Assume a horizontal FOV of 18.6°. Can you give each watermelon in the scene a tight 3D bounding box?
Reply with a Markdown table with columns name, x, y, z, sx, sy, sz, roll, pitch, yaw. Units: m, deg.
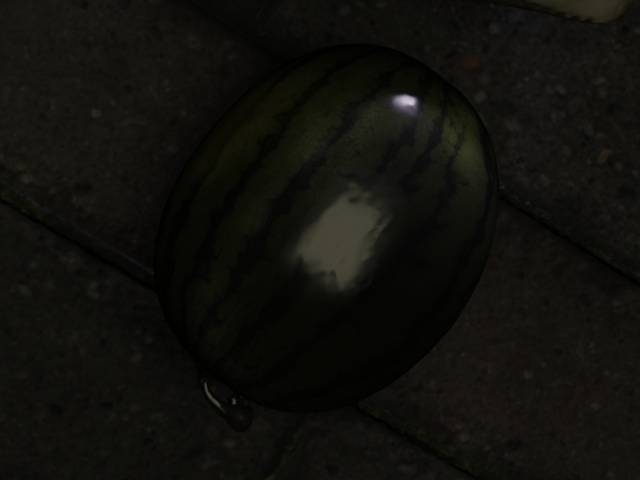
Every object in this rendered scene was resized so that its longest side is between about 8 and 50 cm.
| name | x | y | z | sx | sy | sz | roll | pitch | yaw |
| --- | --- | --- | --- | --- | --- | --- | --- | --- | --- |
| watermelon | 0.000 | 0.000 | 1.730 | 0.279 | 0.279 | 0.359 | 39 | 89 | -14 |

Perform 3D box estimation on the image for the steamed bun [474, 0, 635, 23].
| name | x | y | z | sx | sy | sz | roll | pitch | yaw |
| --- | --- | --- | --- | --- | --- | --- | --- | --- | --- |
| steamed bun | 0.102 | -0.327 | 1.720 | 0.384 | 0.247 | 0.236 | 5 | 99 | -11 |
